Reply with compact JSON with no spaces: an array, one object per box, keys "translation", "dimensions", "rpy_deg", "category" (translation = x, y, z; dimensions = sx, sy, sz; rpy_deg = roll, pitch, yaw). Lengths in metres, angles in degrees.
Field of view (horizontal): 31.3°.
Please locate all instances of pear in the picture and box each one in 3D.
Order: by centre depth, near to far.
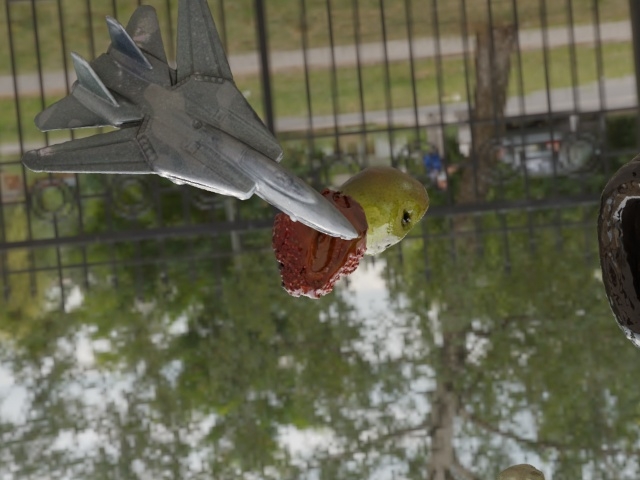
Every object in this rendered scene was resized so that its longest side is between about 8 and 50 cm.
[{"translation":[0.076,-0.053,1.613],"dimensions":[0.141,0.104,0.141],"rpy_deg":[-35,-158,16],"category":"pear"}]

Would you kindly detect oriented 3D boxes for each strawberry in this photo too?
[{"translation":[0.002,-0.002,1.186],"dimensions":[0.104,0.048,0.152],"rpy_deg":[20,-138,-9],"category":"strawberry"}]

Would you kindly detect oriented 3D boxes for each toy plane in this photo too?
[{"translation":[-0.082,-0.073,0.915],"dimensions":[0.267,0.212,0.088],"rpy_deg":[36,161,5],"category":"toy plane"}]

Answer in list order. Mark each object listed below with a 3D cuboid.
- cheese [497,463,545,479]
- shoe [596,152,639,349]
[{"translation":[0.245,0.345,1.274],"dimensions":[0.043,0.194,0.065],"rpy_deg":[-13,180,-21],"category":"cheese"},{"translation":[0.413,-0.044,1.271],"dimensions":[0.237,0.384,0.171],"rpy_deg":[18,156,-40],"category":"shoe"}]
